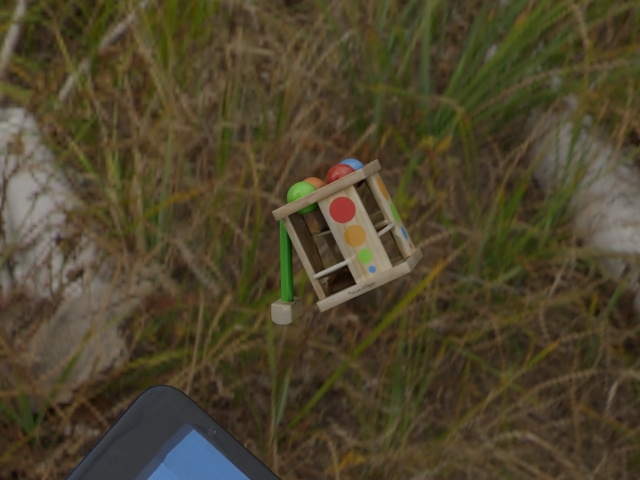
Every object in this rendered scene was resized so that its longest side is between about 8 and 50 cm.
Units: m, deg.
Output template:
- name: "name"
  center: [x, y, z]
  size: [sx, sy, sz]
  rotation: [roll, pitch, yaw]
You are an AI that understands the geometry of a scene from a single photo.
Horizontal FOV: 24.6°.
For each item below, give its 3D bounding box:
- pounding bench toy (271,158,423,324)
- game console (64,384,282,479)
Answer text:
- name: "pounding bench toy"
  center: [0.000, 0.000, 0.767]
  size: [0.083, 0.052, 0.065]
  rotation: [-26, 93, 14]
- name: "game console"
  center: [-0.065, 0.260, 1.021]
  size: [0.293, 0.250, 0.173]
  rotation: [42, 87, -3]
